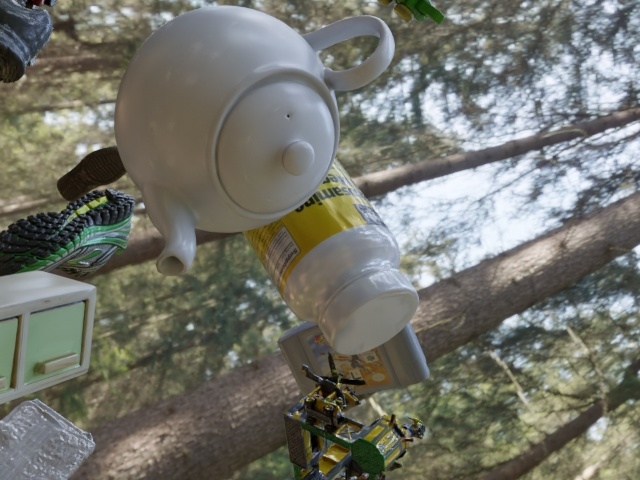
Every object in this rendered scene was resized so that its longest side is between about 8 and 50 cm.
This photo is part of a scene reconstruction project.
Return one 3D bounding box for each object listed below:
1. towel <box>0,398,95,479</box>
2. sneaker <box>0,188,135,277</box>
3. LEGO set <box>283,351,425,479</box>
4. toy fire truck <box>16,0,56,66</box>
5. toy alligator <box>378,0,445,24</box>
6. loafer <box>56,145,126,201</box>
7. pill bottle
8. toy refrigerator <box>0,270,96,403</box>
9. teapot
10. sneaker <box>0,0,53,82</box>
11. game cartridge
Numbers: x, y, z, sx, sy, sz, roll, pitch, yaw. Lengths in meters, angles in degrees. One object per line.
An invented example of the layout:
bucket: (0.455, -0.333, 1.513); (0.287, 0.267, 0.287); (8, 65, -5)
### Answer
towel: (-0.601, 0.456, 1.546); (0.187, 0.282, 0.049); (32, -44, 4)
sneaker: (-0.476, 0.021, 1.478); (0.134, 0.343, 0.146); (18, -62, 25)
LEGO set: (0.080, 0.354, 1.259); (0.255, 0.192, 0.331); (6, -64, 40)
toy fire truck: (-0.669, -0.490, 1.616); (0.246, 0.159, 0.217); (-136, -113, -78)
toy alligator: (0.094, -0.346, 1.048); (0.190, 0.051, 0.056); (41, -84, 13)
loafer: (-0.335, -0.107, 1.168); (0.148, 0.050, 0.056); (-20, -70, 28)
pill bottle: (0.000, 0.000, 1.166); (0.334, 0.188, 0.187); (56, -42, 33)
toy refrigerator: (-0.336, 0.103, 0.743); (0.094, 0.269, 0.102); (12, -80, 22)
teapot: (-0.067, -0.114, 0.792); (0.187, 0.253, 0.255); (29, -65, 45)
sneaker: (-0.525, -0.342, 1.142); (0.286, 0.130, 0.109); (31, -33, 2)
game cartridge: (0.064, 0.242, 1.682); (0.297, 0.062, 0.198); (-16, -65, 22)
